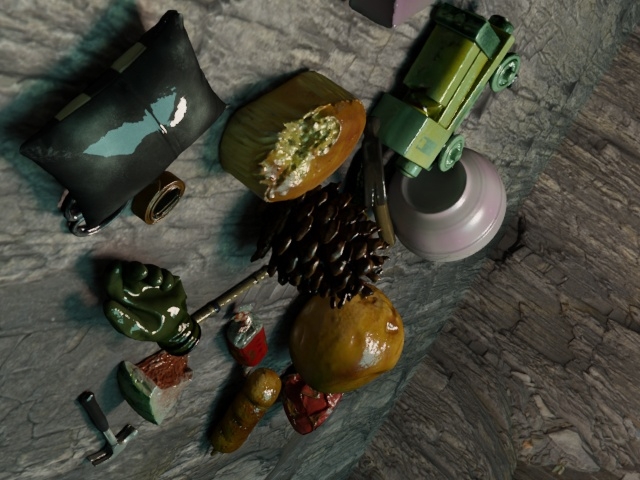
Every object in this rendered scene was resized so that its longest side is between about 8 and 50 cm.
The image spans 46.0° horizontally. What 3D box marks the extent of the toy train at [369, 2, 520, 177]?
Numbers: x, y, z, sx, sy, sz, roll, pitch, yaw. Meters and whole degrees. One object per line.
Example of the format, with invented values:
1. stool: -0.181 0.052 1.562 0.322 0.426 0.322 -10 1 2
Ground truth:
1. toy train: 0.262 -0.315 1.591 0.397 0.160 0.253 -57 151 10

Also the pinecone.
1. pinecone: 0.000 0.000 1.414 0.224 0.273 0.224 -59 -172 13

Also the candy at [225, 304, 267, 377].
1. candy: -0.160 0.222 1.652 0.086 0.059 0.292 -46 157 -22

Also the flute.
1. flute: -0.180 0.113 1.496 0.233 0.027 0.027 -34 151 -39

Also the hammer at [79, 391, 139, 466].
1. hammer: -0.406 0.343 1.387 0.103 0.029 0.246 -44 154 -25

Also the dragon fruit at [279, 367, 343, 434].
1. dragon fruit: -0.042 0.406 2.081 0.223 0.148 0.218 -55 -170 -22

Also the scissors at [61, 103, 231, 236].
1. scissors: -0.236 -0.114 1.063 0.300 0.022 0.109 -44 159 -25

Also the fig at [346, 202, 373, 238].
1. fig: 0.039 -0.012 1.633 0.144 0.154 0.166 -66 -170 -9

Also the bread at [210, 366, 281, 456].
1. bread: -0.192 0.433 1.836 0.124 0.084 0.344 -35 162 -54

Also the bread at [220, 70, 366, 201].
1. bread: -0.036 -0.168 1.239 0.250 0.133 0.179 -31 152 -42

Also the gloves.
1. gloves: -0.269 0.100 1.193 0.135 0.107 0.268 -56 157 -23

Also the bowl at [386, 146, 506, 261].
1. bowl: 0.279 -0.107 1.758 0.287 0.287 0.144 -52 149 -3

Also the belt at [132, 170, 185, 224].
1. belt: -0.238 -0.063 1.113 0.083 0.036 0.059 -49 156 -14

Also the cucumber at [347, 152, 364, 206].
1. cucumber: 0.086 -0.110 1.664 0.058 0.052 0.214 -70 175 -46

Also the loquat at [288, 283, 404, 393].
1. loquat: 0.058 0.238 1.862 0.276 0.276 0.284 -28 165 -47

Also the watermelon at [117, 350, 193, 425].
1. watermelon: -0.301 0.273 1.406 0.158 0.098 0.121 -24 144 -57

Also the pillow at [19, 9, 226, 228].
1. pillow: -0.230 -0.140 0.924 0.250 0.106 0.186 -47 153 -12

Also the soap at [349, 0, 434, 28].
1. soap: 0.173 -0.523 1.173 0.285 0.107 0.296 -43 156 -30

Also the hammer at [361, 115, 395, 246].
1. hammer: 0.128 -0.085 1.600 0.440 0.044 0.168 66 22 -67
